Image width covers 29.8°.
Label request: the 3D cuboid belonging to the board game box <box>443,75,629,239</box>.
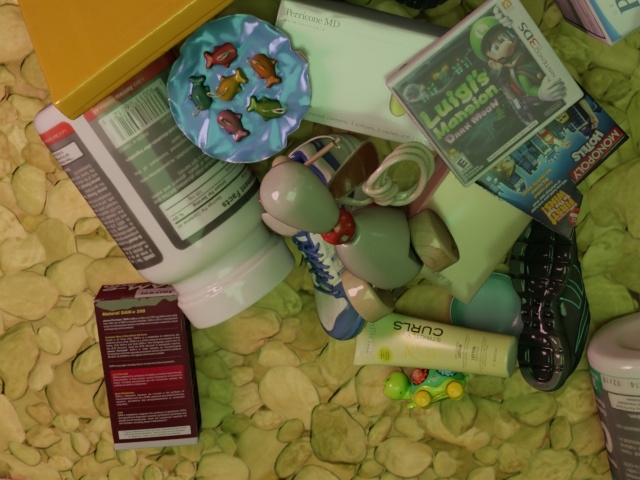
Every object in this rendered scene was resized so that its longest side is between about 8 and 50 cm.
[{"bbox_3d":[0.294,-0.106,1.574,0.194,0.060,0.194,-43,104,11],"label":"board game box"}]

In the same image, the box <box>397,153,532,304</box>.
[{"bbox_3d":[0.233,-0.085,1.676,0.148,0.121,0.311,32,104,-9],"label":"box"}]

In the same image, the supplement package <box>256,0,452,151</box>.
[{"bbox_3d":[0.060,-0.229,1.590,0.261,0.204,0.145,13,105,-3],"label":"supplement package"}]

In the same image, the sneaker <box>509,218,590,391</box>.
[{"bbox_3d":[0.337,0.081,1.745,0.101,0.106,0.268,7,97,38],"label":"sneaker"}]

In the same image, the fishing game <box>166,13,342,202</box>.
[{"bbox_3d":[-0.101,-0.184,1.484,0.189,0.041,0.264,-36,97,17],"label":"fishing game"}]

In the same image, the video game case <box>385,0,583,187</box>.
[{"bbox_3d":[0.205,-0.187,1.488,0.190,0.022,0.173,-38,110,5],"label":"video game case"}]

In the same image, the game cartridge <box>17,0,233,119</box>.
[{"bbox_3d":[-0.249,-0.337,1.516,0.285,0.324,0.052,-34,141,10],"label":"game cartridge"}]

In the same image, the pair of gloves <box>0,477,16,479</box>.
[{"bbox_3d":[-0.568,0.465,1.875,0.240,0.042,0.204,-3,103,-1],"label":"pair of gloves"}]

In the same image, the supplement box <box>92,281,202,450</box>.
[{"bbox_3d":[-0.252,0.184,1.777,0.130,0.073,0.240,-4,107,0],"label":"supplement box"}]

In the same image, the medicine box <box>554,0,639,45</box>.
[{"bbox_3d":[0.329,-0.406,1.494,0.149,0.289,0.263,-32,104,8],"label":"medicine box"}]

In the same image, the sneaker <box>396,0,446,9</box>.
[{"bbox_3d":[0.086,-0.370,1.614,0.221,0.087,0.083,5,129,-18],"label":"sneaker"}]

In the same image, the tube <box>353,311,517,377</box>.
[{"bbox_3d":[0.163,0.153,1.743,0.240,0.070,0.062,8,140,23],"label":"tube"}]

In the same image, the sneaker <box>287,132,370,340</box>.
[{"bbox_3d":[0.000,0.000,1.683,0.131,0.111,0.297,-11,102,-42],"label":"sneaker"}]

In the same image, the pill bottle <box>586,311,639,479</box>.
[{"bbox_3d":[0.518,0.296,1.746,0.204,0.204,0.361,-14,105,4],"label":"pill bottle"}]

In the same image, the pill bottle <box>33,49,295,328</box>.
[{"bbox_3d":[-0.203,-0.072,1.632,0.210,0.210,0.363,-31,104,8],"label":"pill bottle"}]

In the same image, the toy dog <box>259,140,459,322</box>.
[{"bbox_3d":[0.041,-0.038,1.529,0.220,0.161,0.334,-24,142,1],"label":"toy dog"}]

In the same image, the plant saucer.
[{"bbox_3d":[0.250,0.101,1.782,0.119,0.021,0.119,0,106,-1],"label":"plant saucer"}]

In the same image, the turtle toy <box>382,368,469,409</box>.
[{"bbox_3d":[0.157,0.215,1.786,0.130,0.095,0.066,-15,78,3],"label":"turtle toy"}]
